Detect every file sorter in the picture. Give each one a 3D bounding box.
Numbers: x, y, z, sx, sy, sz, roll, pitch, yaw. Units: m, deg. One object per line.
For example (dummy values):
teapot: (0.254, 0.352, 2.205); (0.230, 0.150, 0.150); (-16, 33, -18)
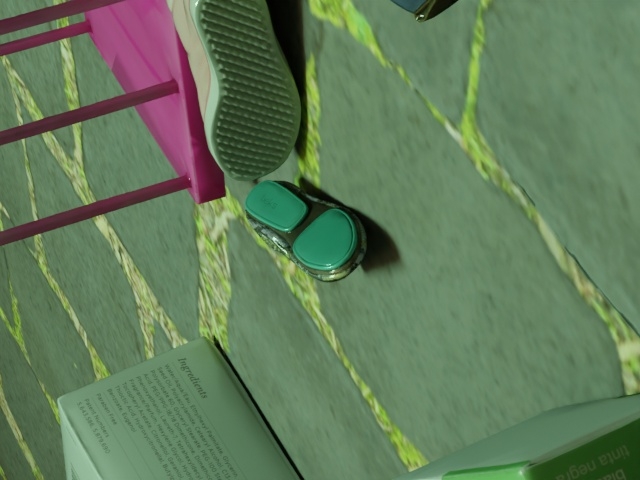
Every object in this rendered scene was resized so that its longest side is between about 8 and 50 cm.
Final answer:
file sorter: (-0.184, -0.165, 0.996); (0.202, 0.182, 0.291); (-125, 22, -45)

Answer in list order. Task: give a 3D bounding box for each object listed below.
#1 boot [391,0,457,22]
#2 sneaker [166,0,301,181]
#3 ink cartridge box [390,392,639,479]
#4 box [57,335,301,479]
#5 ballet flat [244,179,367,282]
boot: (0.005, -0.181, 0.657); (0.219, 0.082, 0.106); (61, 157, 13)
sneaker: (-0.046, -0.098, 0.934); (0.070, 0.051, 0.134); (-115, 11, -45)
ink cartridge box: (0.127, 0.175, 0.699); (0.219, 0.092, 0.160); (67, 161, 3)
box: (-0.087, 0.199, 1.248); (0.182, 0.119, 0.181); (54, 156, 32)
ballet flat: (0.000, 0.000, 0.942); (0.114, 0.041, 0.041); (36, 144, 56)
